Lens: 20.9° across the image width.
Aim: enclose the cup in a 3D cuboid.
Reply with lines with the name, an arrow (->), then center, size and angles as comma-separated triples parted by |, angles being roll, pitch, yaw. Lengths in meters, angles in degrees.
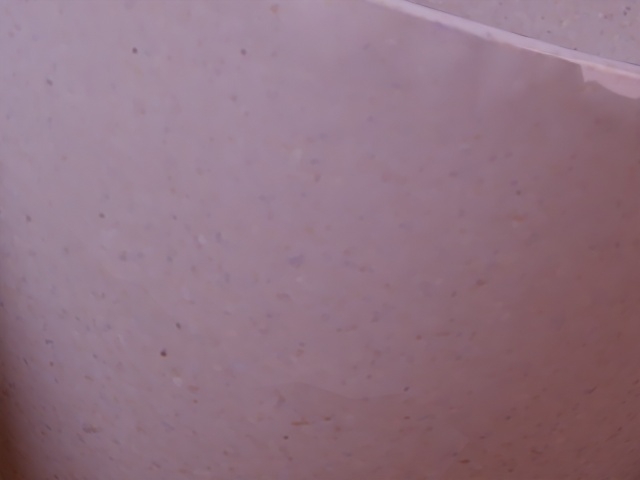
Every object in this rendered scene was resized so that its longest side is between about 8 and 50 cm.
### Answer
cup -> 0.000, 0.000, 0.575 | 0.331, 0.331, 0.237 | -3, 117, -45
